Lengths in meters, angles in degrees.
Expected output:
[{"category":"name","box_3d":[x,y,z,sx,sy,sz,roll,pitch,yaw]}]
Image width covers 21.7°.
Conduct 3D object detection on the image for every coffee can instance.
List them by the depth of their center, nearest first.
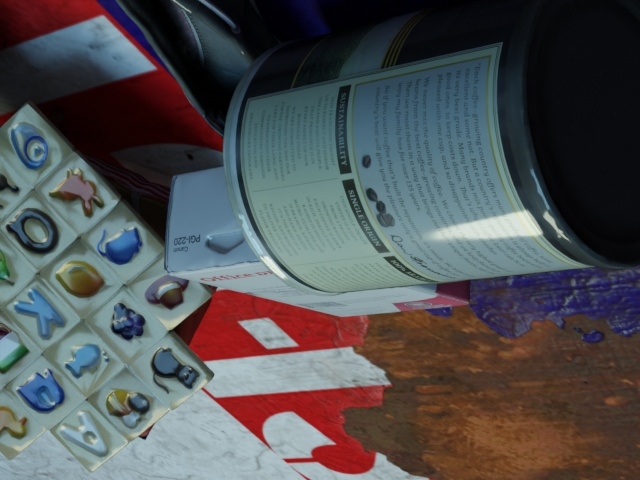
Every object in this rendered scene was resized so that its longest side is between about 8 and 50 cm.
[{"category":"coffee can","box_3d":[0.095,-0.069,1.194,0.275,0.201,0.201,-8,137,43]}]

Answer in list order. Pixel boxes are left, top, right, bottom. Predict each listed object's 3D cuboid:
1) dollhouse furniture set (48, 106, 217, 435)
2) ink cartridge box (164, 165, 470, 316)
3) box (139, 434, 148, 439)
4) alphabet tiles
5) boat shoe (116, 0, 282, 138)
[{"category":"dollhouse furniture set","box_3d":[-0.203,0.056,1.660,0.201,0.152,0.374,22,151,5]},{"category":"ink cartridge box","box_3d":[0.000,0.000,1.405,0.158,0.092,0.218,-8,165,43]},{"category":"box","box_3d":[-0.246,0.212,2.073,0.083,0.018,0.067,26,151,-2]},{"category":"alphabet tiles","box_3d":[-0.267,0.043,1.489,0.285,0.011,0.342,-39,98,27]},{"category":"boat shoe","box_3d":[-0.075,-0.132,1.323,0.112,0.095,0.335,2,144,31]}]
